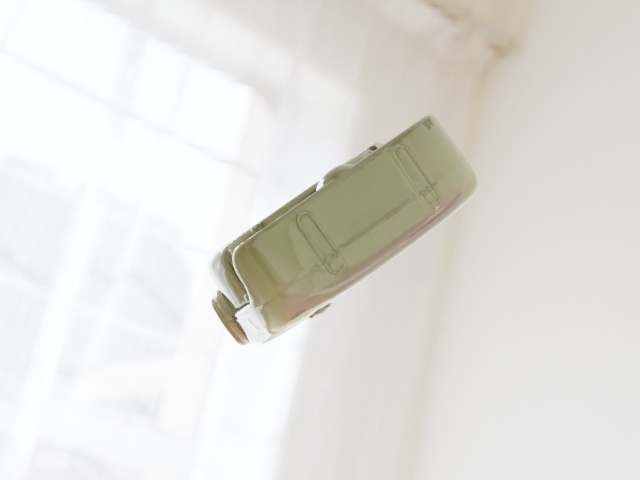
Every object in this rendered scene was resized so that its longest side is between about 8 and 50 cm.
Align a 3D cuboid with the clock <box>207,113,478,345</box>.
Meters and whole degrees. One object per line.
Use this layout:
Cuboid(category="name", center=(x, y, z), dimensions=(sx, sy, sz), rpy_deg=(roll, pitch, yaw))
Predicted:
Cuboid(category="clock", center=(0.000, 0.000, 2.050), dimensions=(0.109, 0.265, 0.324), rpy_deg=(54, -21, -2))
